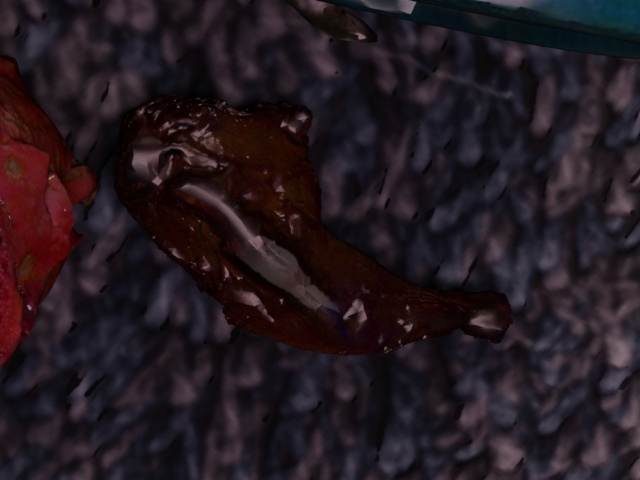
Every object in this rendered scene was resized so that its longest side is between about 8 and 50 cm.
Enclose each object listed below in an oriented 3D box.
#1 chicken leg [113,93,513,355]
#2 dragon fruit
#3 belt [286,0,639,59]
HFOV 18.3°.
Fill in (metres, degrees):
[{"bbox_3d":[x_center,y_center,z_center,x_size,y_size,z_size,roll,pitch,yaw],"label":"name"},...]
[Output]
[{"bbox_3d":[-0.005,0.004,0.868,0.205,0.053,0.093,44,78,-29],"label":"chicken leg"},{"bbox_3d":[-0.144,-0.033,0.788,0.111,0.153,0.153,-40,126,-49],"label":"dragon fruit"},{"bbox_3d":[-0.034,-0.173,0.629,0.436,0.300,0.173,19,103,11],"label":"belt"}]
